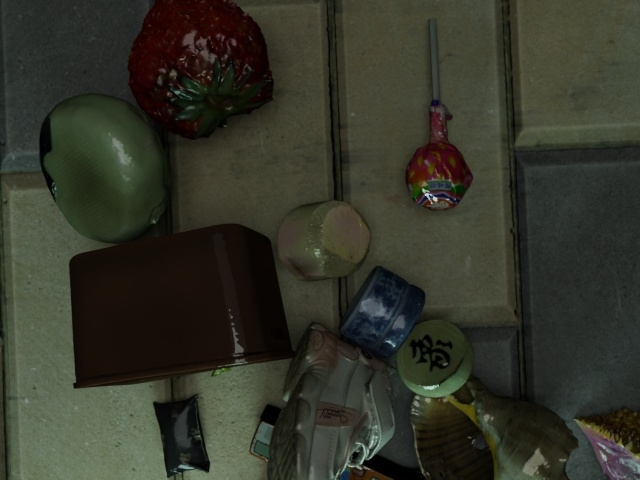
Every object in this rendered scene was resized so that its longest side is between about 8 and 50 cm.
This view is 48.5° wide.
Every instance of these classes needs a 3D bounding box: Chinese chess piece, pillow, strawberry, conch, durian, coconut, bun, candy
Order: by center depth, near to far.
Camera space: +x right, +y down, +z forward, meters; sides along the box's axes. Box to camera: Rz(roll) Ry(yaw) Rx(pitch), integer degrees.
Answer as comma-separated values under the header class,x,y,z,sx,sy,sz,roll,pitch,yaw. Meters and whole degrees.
class,x,y,z,sx,sy,sz,roll,pitch,yaw
strawberry,-0.227,-0.336,1.270,0.250,0.238,0.288,-17,60,-15
conch,0.303,0.380,1.272,0.263,0.324,0.186,-40,133,-4
durian,0.602,0.439,1.277,0.154,0.186,0.260,-26,102,8
bun,-0.369,-0.139,1.291,0.283,0.179,0.283,18,124,29
Chinese chess piece,0.207,0.214,1.297,0.144,0.058,0.144,-17,49,20
coconut,0.000,0.000,1.302,0.147,0.153,0.147,5,81,-38
candy,0.213,-0.236,1.320,0.124,0.124,0.365,-2,83,2
pillow,-0.262,0.372,1.353,0.091,0.048,0.150,-12,85,-6

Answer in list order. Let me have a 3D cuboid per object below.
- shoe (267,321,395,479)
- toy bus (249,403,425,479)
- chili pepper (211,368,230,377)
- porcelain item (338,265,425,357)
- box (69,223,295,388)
class,x,y,z,sx,sy,sz,roll,pitch,yaw
shoe,0.033,0.302,1.218,0.198,0.351,0.171,18,133,-6
toy bus,0.068,0.428,1.321,0.409,0.093,0.092,24,98,3
chili pepper,-0.176,0.159,1.358,0.049,0.043,0.208,-1,84,36
porcelain item,0.115,0.132,1.293,0.114,0.147,0.147,30,91,0
box,-0.243,0.119,1.236,0.340,0.239,0.229,-12,81,11
